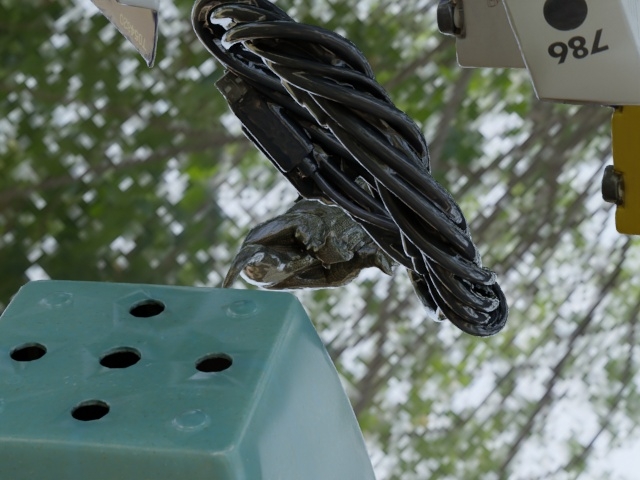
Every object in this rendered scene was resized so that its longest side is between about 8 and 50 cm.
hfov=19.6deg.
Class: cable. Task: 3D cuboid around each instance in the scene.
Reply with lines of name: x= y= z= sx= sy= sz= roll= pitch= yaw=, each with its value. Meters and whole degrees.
cable: x=0.020 y=-0.036 z=0.776 sx=0.184 sy=0.047 sz=0.150 roll=49 pitch=-10 yaw=3

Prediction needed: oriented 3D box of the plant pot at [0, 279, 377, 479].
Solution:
plant pot: x=-0.059 y=0.141 z=0.676 sx=0.165 sy=0.165 sz=0.234 roll=3 pitch=-61 yaw=11

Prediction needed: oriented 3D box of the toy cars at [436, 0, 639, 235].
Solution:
toy cars: x=0.230 y=-0.174 z=1.618 sx=0.394 sy=0.087 sz=0.176 roll=46 pitch=-55 yaw=-7

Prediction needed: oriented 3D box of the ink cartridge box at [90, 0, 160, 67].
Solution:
ink cartridge box: x=-0.182 y=-0.277 z=1.431 sx=0.223 sy=0.045 sz=0.224 roll=46 pitch=-43 yaw=44

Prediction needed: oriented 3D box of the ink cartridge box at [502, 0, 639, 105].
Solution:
ink cartridge box: x=0.107 y=-0.196 z=0.942 sx=0.065 sy=0.165 sz=0.333 roll=-18 pitch=-64 yaw=16

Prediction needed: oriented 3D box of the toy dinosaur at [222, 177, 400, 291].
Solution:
toy dinosaur: x=0.000 y=0.000 z=1.683 sx=0.160 sy=0.313 sz=0.121 roll=-11 pitch=-64 yaw=43
